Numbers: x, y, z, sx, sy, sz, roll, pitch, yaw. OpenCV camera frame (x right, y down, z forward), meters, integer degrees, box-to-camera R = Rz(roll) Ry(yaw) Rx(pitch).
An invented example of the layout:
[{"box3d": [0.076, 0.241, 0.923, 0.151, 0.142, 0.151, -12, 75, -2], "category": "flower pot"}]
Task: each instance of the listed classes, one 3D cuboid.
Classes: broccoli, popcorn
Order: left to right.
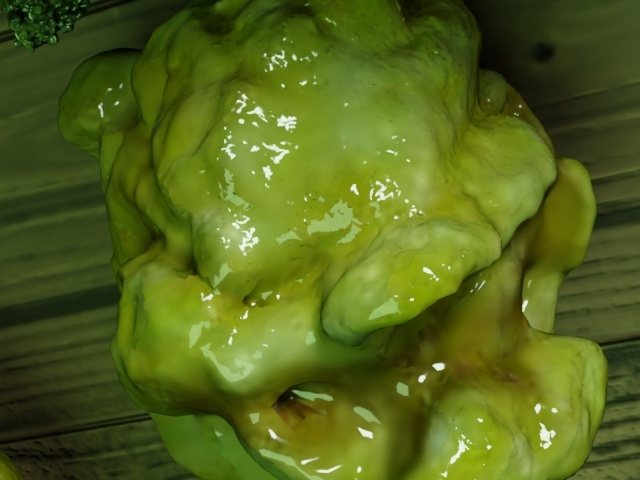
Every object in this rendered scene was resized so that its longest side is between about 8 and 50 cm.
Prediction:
[{"box3d": [-0.152, -0.135, 0.680, 0.097, 0.095, 0.092, 37, 114, -17], "category": "broccoli"}, {"box3d": [0.000, 0.000, 0.637, 0.242, 0.235, 0.250, -19, 103, 48], "category": "popcorn"}]

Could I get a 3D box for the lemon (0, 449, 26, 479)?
[{"box3d": [-0.291, 0.212, 0.859, 0.322, 0.268, 0.268, -34, 107, 34], "category": "lemon"}]
